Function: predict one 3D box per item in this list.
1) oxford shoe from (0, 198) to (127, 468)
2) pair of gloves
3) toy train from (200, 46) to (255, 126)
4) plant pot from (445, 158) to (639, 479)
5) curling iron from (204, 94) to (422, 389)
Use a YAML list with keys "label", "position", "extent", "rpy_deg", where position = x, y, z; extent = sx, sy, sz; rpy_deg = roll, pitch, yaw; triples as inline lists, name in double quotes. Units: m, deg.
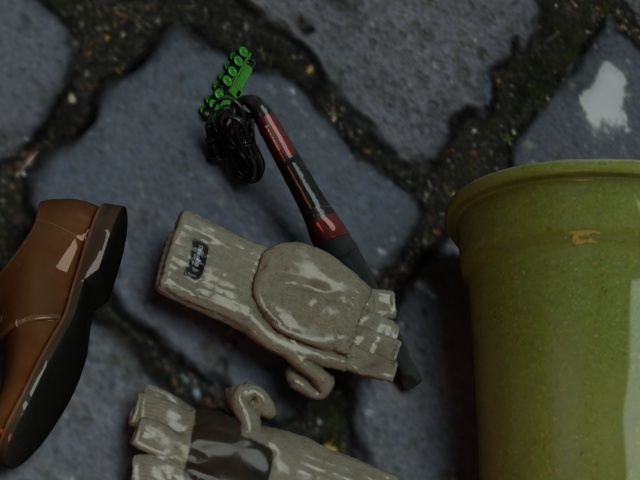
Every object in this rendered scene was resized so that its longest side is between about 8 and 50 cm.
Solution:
- label: "oxford shoe"
  position: [-0.199, 0.062, 1.334]
  extent: [0.076, 0.076, 0.212]
  rpy_deg: [12, 55, 6]
- label: "pair of gloves"
  position: [-0.037, 0.110, 1.410]
  extent: [0.204, 0.042, 0.240]
  rpy_deg: [16, 59, -16]
- label: "toy train"
  position: [-0.073, -0.125, 1.553]
  extent: [0.023, 0.017, 0.083]
  rpy_deg: [44, 47, -20]
- label: "plant pot"
  position: [0.223, 0.105, 1.493]
  extent: [0.276, 0.276, 0.254]
  rpy_deg: [18, 66, -27]
- label: "curling iron"
  position: [0.000, 0.000, 1.511]
  extent: [0.274, 0.068, 0.035]
  rpy_deg: [54, 46, -5]
